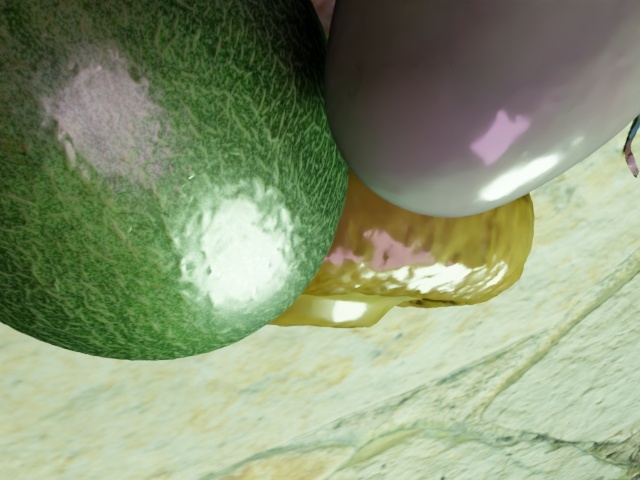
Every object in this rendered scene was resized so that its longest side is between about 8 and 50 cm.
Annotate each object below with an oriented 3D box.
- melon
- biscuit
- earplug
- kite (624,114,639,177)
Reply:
[{"bbox_3d":[-0.081,-0.050,0.624,0.182,0.182,0.287,-37,145,-4],"label":"melon"},{"bbox_3d":[0.000,0.001,0.860,0.213,0.091,0.274,-4,172,38],"label":"biscuit"},{"bbox_3d":[0.096,-0.128,0.628,0.301,0.172,0.172,-54,164,-30],"label":"earplug"},{"bbox_3d":[0.261,-0.126,1.176,0.127,0.016,0.229,-26,149,-21],"label":"kite"}]
